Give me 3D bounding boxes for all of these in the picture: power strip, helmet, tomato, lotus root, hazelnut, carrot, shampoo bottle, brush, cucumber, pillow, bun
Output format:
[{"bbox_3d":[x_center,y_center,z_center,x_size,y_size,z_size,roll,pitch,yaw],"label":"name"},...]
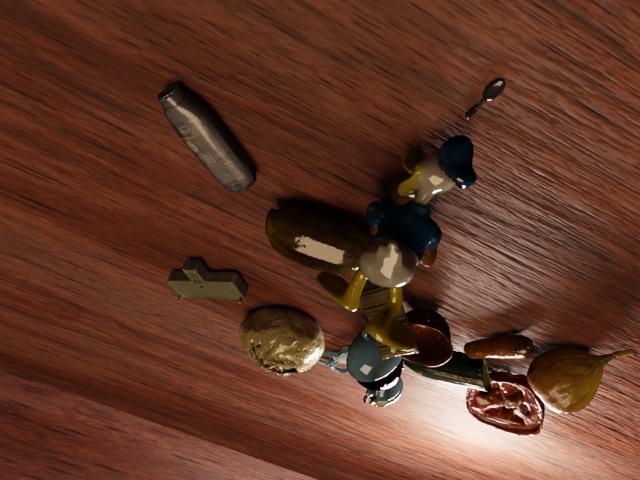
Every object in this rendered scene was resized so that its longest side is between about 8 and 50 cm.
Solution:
[{"bbox_3d":[-0.322,0.110,1.311,0.216,0.061,0.145,-2,140,20],"label":"power strip"},{"bbox_3d":[0.253,0.231,1.225,0.175,0.106,0.155,-14,119,31],"label":"helmet"},{"bbox_3d":[0.551,0.462,1.418,0.228,0.101,0.227,17,130,22],"label":"tomato"},{"bbox_3d":[0.000,0.000,1.016,0.241,0.122,0.123,14,133,-1],"label":"lotus root"},{"bbox_3d":[0.202,0.018,0.999,0.087,0.086,0.086,10,142,8],"label":"hazelnut"},{"bbox_3d":[0.460,0.277,1.255,0.186,0.060,0.060,-14,134,42],"label":"carrot"},{"bbox_3d":[-0.213,-0.187,0.912,0.087,0.049,0.233,-9,136,31],"label":"shampoo bottle"},{"bbox_3d":[0.254,-0.217,0.748,0.024,0.008,0.083,25,142,-14],"label":"brush"},{"bbox_3d":[0.350,0.367,1.367,0.244,0.063,0.115,4,122,28],"label":"cucumber"},{"bbox_3d":[0.158,0.183,1.166,0.113,0.038,0.203,-24,83,38],"label":"pillow"},{"bbox_3d":[-0.114,0.315,1.424,0.260,0.152,0.259,9,139,8],"label":"bun"}]

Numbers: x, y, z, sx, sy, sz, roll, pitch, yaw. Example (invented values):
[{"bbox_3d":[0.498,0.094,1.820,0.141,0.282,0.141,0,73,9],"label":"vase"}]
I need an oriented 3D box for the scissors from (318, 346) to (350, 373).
[{"bbox_3d":[0.087,0.355,1.499,0.125,0.030,0.256,30,139,-16],"label":"scissors"}]

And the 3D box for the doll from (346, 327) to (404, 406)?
[{"bbox_3d":[0.158,0.344,1.342,0.141,0.177,0.313,30,147,42],"label":"doll"}]

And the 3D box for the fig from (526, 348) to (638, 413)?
[{"bbox_3d":[0.657,0.330,1.208,0.257,0.159,0.159,-31,125,23],"label":"fig"}]

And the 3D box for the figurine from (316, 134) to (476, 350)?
[{"bbox_3d":[0.171,-0.027,0.841,0.205,0.283,0.338,32,115,5],"label":"figurine"}]
